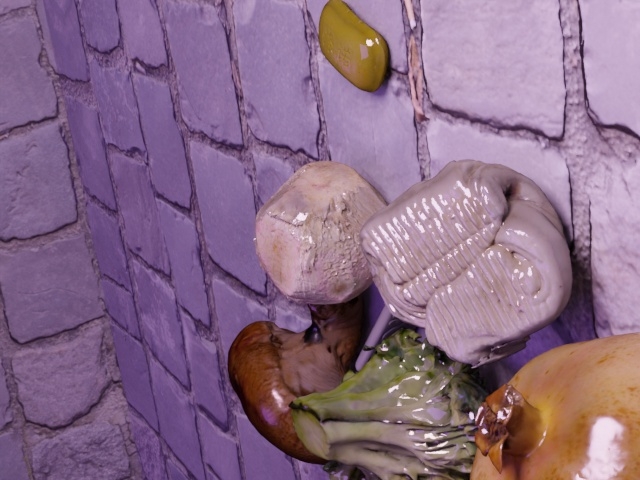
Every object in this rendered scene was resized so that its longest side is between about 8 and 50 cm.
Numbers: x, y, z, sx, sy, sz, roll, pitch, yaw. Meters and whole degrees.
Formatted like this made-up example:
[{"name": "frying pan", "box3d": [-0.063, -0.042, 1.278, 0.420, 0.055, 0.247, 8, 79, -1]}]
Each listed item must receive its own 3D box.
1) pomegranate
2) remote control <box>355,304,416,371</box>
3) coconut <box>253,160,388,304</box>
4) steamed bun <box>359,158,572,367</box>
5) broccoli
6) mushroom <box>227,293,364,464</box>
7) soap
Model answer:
[{"name": "pomegranate", "box3d": [0.267, 0.215, 0.999, 0.319, 0.319, 0.319, 43, 142, 46]}, {"name": "remote control", "box3d": [0.106, 0.107, 1.543, 0.029, 0.067, 0.261, 64, 154, 26]}, {"name": "coconut", "box3d": [0.001, -0.002, 1.557, 0.194, 0.194, 0.194, 43, 142, 46]}, {"name": "steamed bun", "box3d": [0.175, 0.022, 1.272, 0.218, 0.144, 0.211, -40, 76, 31]}, {"name": "broccoli", "box3d": [0.087, 0.242, 1.461, 0.248, 0.245, 0.288, 60, 147, 33]}, {"name": "mushroom", "box3d": [-0.006, 0.211, 1.710, 0.254, 0.267, 0.267, -29, 78, 33]}, {"name": "soap", "box3d": [0.038, -0.248, 1.478, 0.140, 0.045, 0.089, 50, 150, 39]}]
